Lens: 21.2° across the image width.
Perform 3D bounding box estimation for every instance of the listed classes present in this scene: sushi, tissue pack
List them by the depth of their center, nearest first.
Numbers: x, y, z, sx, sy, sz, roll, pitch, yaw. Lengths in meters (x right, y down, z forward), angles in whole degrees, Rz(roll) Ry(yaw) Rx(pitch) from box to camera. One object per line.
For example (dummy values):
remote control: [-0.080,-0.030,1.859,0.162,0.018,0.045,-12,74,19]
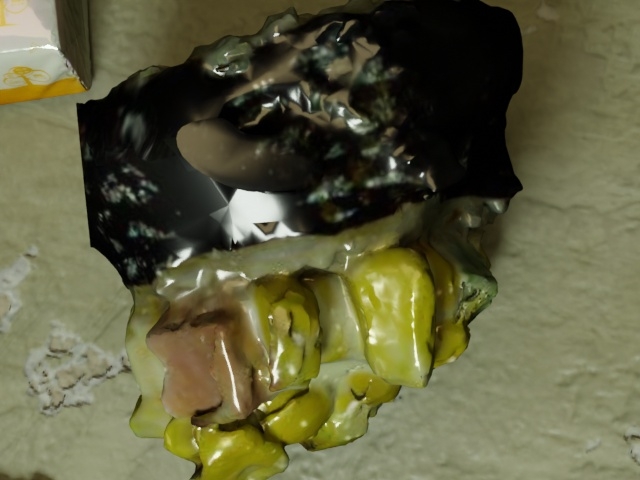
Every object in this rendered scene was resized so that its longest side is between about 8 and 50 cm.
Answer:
sushi: [0.000,0.000,1.181,0.328,0.328,0.285,-18,87,-10]
tissue pack: [-0.307,-0.200,1.366,0.225,0.124,0.185,-7,73,7]
